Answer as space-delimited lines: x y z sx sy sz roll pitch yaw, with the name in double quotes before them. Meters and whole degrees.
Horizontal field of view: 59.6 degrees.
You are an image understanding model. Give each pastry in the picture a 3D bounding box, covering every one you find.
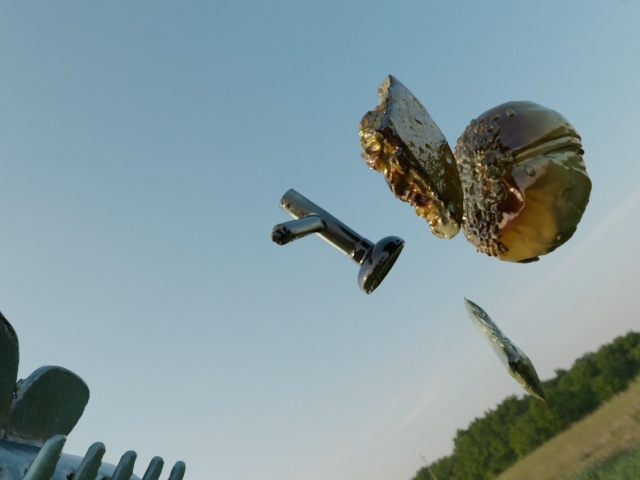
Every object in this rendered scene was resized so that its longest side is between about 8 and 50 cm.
"pastry" 0.464 -0.141 1.382 0.244 0.410 0.410 -2 -37 -15

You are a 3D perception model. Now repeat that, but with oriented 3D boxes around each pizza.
"pizza" 0.196 -0.188 1.218 0.277 0.409 0.114 -9 -21 -47

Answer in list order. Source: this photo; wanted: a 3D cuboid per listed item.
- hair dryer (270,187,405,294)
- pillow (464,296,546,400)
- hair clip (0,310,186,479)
"hair dryer" 0.006 0.021 1.290 0.284 0.320 0.156 -51 -11 -54
"pillow" 0.372 0.217 1.145 0.050 0.230 0.148 -32 -62 6
"hair clip" -0.316 0.271 0.578 0.318 0.238 0.392 65 -138 -59
